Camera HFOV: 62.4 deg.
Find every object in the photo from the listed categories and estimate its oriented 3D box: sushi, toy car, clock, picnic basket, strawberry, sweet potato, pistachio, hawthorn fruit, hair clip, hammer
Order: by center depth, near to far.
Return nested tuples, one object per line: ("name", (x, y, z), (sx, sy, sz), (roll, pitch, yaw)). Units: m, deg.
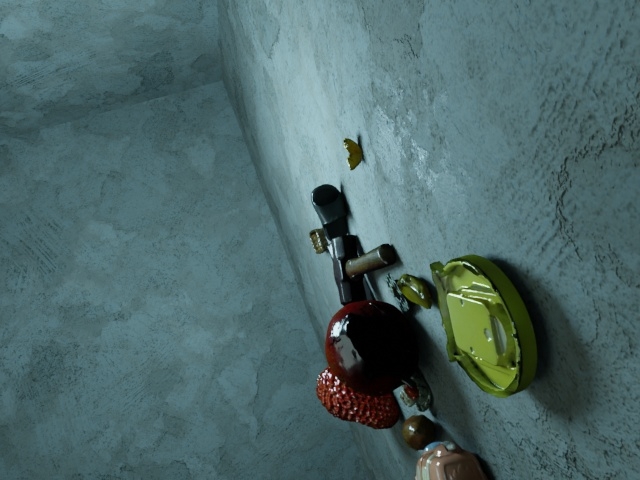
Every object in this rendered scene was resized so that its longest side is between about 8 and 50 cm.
("clock", (0.325, 0.161, 1.038), (0.293, 0.071, 0.277), (-149, 45, -71))
("pistachio", (0.249, 0.124, 1.377), (0.090, 0.049, 0.173), (51, 172, -17))
("toy car", (0.358, 0.665, 1.455), (0.271, 0.180, 0.213), (102, 158, -66))
("sushi", (0.232, 0.148, 1.543), (0.120, 0.026, 0.126), (60, 172, 13))
("hawthorn fruit", (0.148, 0.314, 1.581), (0.316, 0.315, 0.316), (161, 90, -78))
("hammer", (0.132, 0.075, 1.689), (0.409, 0.095, 0.243), (141, 120, -71))
("hair clip", (0.247, 0.409, 1.725), (0.138, 0.091, 0.321), (89, 157, -48))
("sweet potato", (0.322, 0.633, 1.727), (0.385, 0.109, 0.109), (68, 177, -64))
("strawberry", (0.168, 0.617, 2.122), (0.351, 0.267, 0.312), (31, 178, 25))
("picnic basket", (0.000, 0.000, 2.288), (0.193, 0.054, 0.110), (164, 86, -78))

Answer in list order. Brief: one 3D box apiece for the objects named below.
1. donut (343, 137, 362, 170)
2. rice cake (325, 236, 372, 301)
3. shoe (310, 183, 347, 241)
("donut", (0.083, -0.253, 1.512), (0.083, 0.067, 0.038), (40, -162, -20))
("rice cake", (0.108, 0.102, 1.937), (0.056, 0.072, 0.365), (99, 152, -65))
("shoe", (0.048, -0.083, 1.837), (0.093, 0.108, 0.241), (53, 165, 52))
